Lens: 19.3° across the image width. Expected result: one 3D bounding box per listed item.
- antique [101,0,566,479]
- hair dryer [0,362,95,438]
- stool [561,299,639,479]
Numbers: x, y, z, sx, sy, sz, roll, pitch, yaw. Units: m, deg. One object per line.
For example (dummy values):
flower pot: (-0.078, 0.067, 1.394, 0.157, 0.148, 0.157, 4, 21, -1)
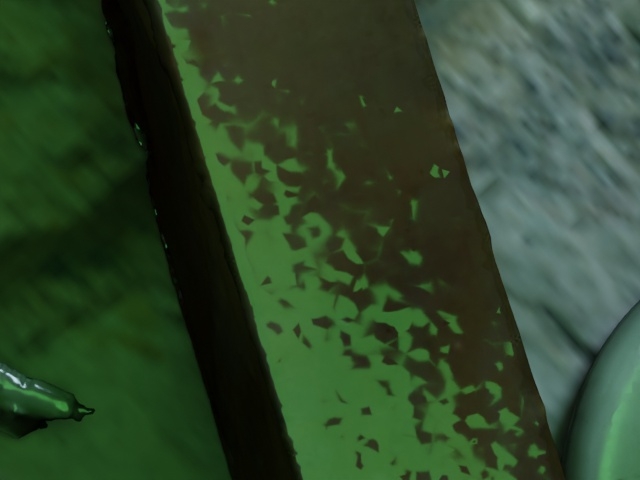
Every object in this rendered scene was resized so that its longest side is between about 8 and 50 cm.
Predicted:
antique: (0.000, 0.000, 0.602, 0.087, 0.093, 0.310, -16, 85, -16)
hair dryer: (-0.194, -0.065, 0.588, 0.267, 0.092, 0.229, 11, 72, -27)
stool: (0.197, 0.084, 0.587, 0.195, 0.198, 0.195, 30, 77, -9)
